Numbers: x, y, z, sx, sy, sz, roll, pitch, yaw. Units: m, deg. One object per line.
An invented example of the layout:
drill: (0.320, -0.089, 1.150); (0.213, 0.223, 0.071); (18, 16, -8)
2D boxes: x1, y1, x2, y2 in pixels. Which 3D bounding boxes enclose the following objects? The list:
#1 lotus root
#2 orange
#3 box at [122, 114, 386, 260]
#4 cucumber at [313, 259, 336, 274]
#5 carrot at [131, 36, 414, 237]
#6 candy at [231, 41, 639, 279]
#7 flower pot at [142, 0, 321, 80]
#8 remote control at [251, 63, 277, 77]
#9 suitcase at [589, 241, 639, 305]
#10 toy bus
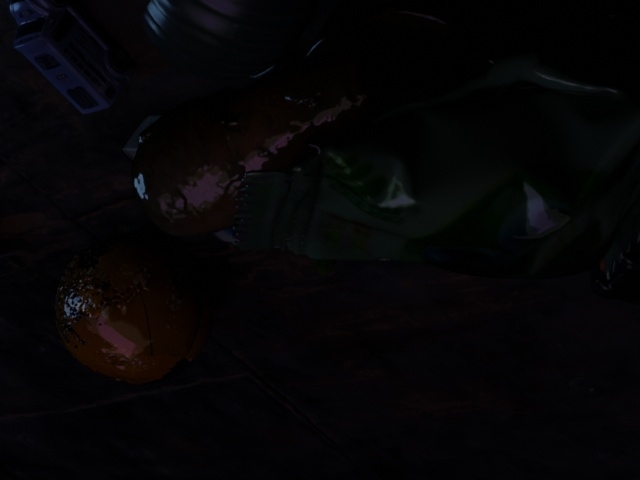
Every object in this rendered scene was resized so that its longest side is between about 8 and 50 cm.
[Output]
lotus root: (0.162, -0.130, 1.486); (0.390, 0.111, 0.375); (15, 150, 14)
orange: (-0.272, 0.106, 2.053); (0.234, 0.182, 0.234); (9, 136, 9)
box: (-0.070, -0.067, 1.681); (0.200, 0.065, 0.343); (44, 159, -31)
cucumber: (0.000, 0.000, 1.832); (0.039, 0.039, 0.168); (16, 158, 13)
carrot: (-0.052, -0.099, 1.414); (0.301, 0.139, 0.139); (-18, 131, 28)
candy: (0.116, -0.041, 1.312); (0.397, 0.172, 0.263); (-8, 154, -6)
flower pot: (-0.080, -0.261, 1.364); (0.157, 0.189, 0.243); (18, 146, -19)
remote control: (-0.104, -0.230, 1.587); (0.124, 0.018, 0.053); (40, 146, -23)
suitcase: (0.421, -0.004, 1.432); (0.206, 0.066, 0.285); (14, 150, -12)
toy bus: (-0.303, -0.229, 1.664); (0.073, 0.076, 0.167); (-9, 136, 41)
